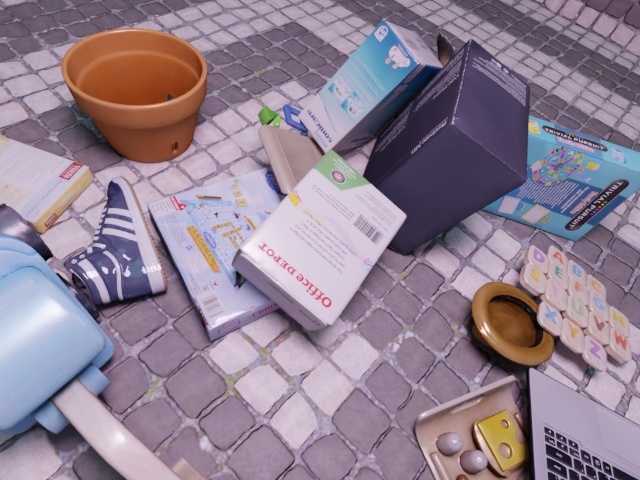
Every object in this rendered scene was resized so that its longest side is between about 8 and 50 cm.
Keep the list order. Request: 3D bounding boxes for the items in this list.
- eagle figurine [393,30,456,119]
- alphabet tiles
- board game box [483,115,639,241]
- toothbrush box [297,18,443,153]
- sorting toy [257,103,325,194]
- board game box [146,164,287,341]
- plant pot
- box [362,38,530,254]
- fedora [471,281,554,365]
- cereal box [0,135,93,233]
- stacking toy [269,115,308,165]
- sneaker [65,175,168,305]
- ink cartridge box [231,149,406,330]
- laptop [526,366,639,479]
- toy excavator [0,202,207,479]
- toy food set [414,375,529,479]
[{"bbox_3d":[0.326,-0.381,1.112,0.298,0.226,0.225,26,25,-35],"label":"eagle figurine"},{"bbox_3d":[0.568,0.136,0.899,0.284,0.021,0.278,39,46,3],"label":"alphabet tiles"},{"bbox_3d":[0.549,-0.149,0.995,0.336,0.253,0.079,19,54,2],"label":"board game box"},{"bbox_3d":[0.123,-0.358,0.982,0.126,0.295,0.216,53,36,4],"label":"toothbrush box"},{"bbox_3d":[-0.045,-0.169,0.938,0.196,0.047,0.347,-3,64,-47],"label":"sorting toy"},{"bbox_3d":[-0.151,0.001,0.861,0.318,0.065,0.318,-22,63,-25],"label":"board game box"},{"bbox_3d":[-0.412,-0.324,0.950,0.291,0.203,0.290,6,55,-8],"label":"plant pot"},{"bbox_3d":[0.252,-0.188,0.889,0.179,0.343,0.312,33,54,-12],"label":"box"},{"bbox_3d":[0.381,0.179,0.837,0.195,0.079,0.194,12,51,-16],"label":"fedora"},{"bbox_3d":[-0.647,-0.126,0.860,0.240,0.047,0.173,20,54,2],"label":"cereal box"},{"bbox_3d":[-0.046,-0.258,1.073,0.167,0.052,0.221,6,54,-8],"label":"stacking toy"},{"bbox_3d":[-0.417,-0.003,0.791,0.153,0.099,0.282,-19,64,-25],"label":"sneaker"},{"bbox_3d":[0.000,0.000,0.764,0.201,0.117,0.278,41,63,-4],"label":"ink cartridge box"},{"bbox_3d":[0.534,0.393,0.561,0.382,0.236,0.407,29,45,-2],"label":"laptop"},{"bbox_3d":[-0.362,0.205,0.560,0.445,0.432,0.222,18,48,37],"label":"toy excavator"},{"bbox_3d":[0.321,0.401,0.664,0.220,0.092,0.306,-14,60,-20],"label":"toy food set"}]
